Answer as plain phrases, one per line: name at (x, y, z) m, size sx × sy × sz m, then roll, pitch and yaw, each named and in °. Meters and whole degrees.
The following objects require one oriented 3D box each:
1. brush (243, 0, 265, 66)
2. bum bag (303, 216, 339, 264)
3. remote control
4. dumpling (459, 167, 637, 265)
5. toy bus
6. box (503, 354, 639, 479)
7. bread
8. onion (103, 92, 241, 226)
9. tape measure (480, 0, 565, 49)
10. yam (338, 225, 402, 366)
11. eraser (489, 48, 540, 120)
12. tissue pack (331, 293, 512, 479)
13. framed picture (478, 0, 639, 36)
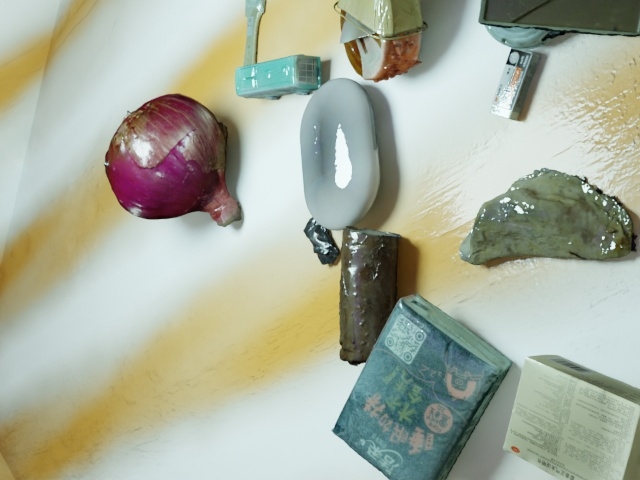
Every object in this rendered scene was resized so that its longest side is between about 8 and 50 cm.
brush at (-0.174, -0.530, 2.095) m, size 0.085 × 0.020 × 0.337 m, roll 4°, pitch 89°, yaw 49°
bum bag at (0.001, 0.000, 1.825) m, size 0.058 × 0.034 × 0.124 m, roll -42°, pitch 56°, yaw 27°
remote control at (0.037, -0.184, 1.750) m, size 0.221 × 0.103 × 0.332 m, roll -20°, pitch 72°, yaw 47°
dumpling at (0.359, -0.044, 1.384) m, size 0.332 × 0.086 × 0.166 m, roll -6°, pitch 84°, yaw 44°
toy bus at (-0.100, -0.384, 1.933) m, size 0.261 × 0.109 × 0.091 m, roll 1°, pitch 93°, yaw 50°
box at (0.409, 0.291, 1.278) m, size 0.212 × 0.095 × 0.168 m, roll 21°, pitch 101°, yaw 49°
bread at (0.111, -0.428, 1.633) m, size 0.224 × 0.142 × 0.212 m, roll 50°, pitch 149°, yaw 46°
onion at (-0.352, -0.171, 2.087) m, size 0.385 × 0.348 × 0.348 m, roll 43°, pitch 124°, yaw 2°
tape measure at (0.280, -0.438, 1.442) m, size 0.330 × 0.084 × 0.164 m, roll 20°, pitch 102°, yaw 25°
yam at (0.095, 0.109, 1.640) m, size 0.131 × 0.131 × 0.280 m, roll 0°, pitch 86°, yaw 49°
eraser at (0.344, -0.278, 1.462) m, size 0.052 × 0.029 × 0.122 m, roll 31°, pitch 110°, yaw 46°
tissue pack at (0.177, 0.288, 1.507) m, size 0.228 × 0.103 × 0.316 m, roll 36°, pitch 113°, yaw 28°
framed picture at (0.399, -0.434, 1.332) m, size 0.265 × 0.018 × 0.192 m, roll 11°, pitch 94°, yaw 20°
